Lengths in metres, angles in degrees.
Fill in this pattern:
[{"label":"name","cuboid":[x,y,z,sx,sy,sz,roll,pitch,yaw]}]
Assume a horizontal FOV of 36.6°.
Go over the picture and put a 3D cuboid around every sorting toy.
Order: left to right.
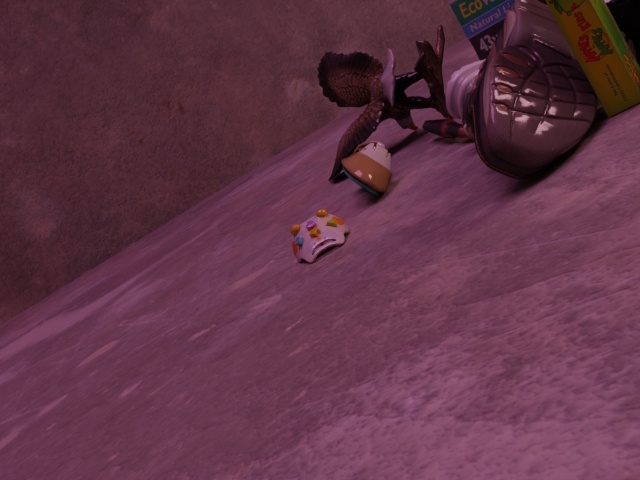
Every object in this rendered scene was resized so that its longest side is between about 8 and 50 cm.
[{"label":"sorting toy","cuboid":[0.000,0.000,1.288,0.083,0.045,0.075,-32,29,1]}]

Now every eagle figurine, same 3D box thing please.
[{"label":"eagle figurine","cuboid":[0.103,-0.255,1.833,0.298,0.225,0.226,-13,28,30]}]

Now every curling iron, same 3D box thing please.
[{"label":"curling iron","cuboid":[0.215,-0.179,1.515,0.068,0.035,0.274,-29,10,-11]}]

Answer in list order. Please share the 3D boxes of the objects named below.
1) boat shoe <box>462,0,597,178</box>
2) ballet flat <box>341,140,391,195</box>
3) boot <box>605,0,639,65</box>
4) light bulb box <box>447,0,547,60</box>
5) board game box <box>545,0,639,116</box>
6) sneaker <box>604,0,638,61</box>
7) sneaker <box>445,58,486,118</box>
[{"label":"boat shoe","cuboid":[0.239,-0.160,1.134,0.130,0.132,0.355,-62,-1,38]},{"label":"ballet flat","cuboid":[0.073,-0.122,1.496,0.073,0.080,0.232,-57,8,5]},{"label":"boot","cuboid":[0.391,-0.254,1.146,0.045,0.099,0.121,-34,10,-5]},{"label":"light bulb box","cuboid":[0.425,-0.457,1.623,0.358,0.225,0.361,-27,6,28]},{"label":"board game box","cuboid":[0.303,-0.236,1.083,0.043,0.181,0.092,-27,11,28]},{"label":"sneaker","cuboid":[0.409,-0.306,1.309,0.252,0.111,0.103,-65,-7,-46]},{"label":"sneaker","cuboid":[0.312,-0.224,1.357,0.281,0.105,0.115,-31,42,-22]}]
